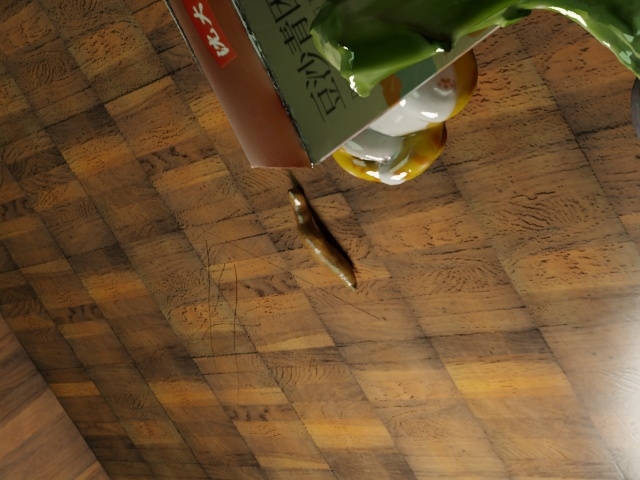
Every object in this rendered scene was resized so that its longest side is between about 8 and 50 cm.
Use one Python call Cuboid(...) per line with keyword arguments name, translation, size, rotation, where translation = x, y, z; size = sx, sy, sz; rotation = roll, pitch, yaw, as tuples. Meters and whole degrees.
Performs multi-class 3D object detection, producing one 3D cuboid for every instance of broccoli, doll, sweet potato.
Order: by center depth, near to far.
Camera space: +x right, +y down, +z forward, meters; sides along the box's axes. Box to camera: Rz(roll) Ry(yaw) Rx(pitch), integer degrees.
Cuboid(name="broccoli", translation=(0.222, -0.230, 1.405), size=(0.353, 0.397, 0.275), rotation=(11, 134, 38))
Cuboid(name="doll", translation=(0.088, -0.170, 1.886), size=(0.166, 0.162, 0.270), rotation=(18, 140, -2))
Cuboid(name="sweet potato", translation=(-0.003, 0.003, 2.315), size=(0.179, 0.044, 0.044), rotation=(55, 150, -5))

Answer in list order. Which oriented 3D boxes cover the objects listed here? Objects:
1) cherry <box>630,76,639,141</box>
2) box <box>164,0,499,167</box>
Cuboid(name="cherry", translation=(0.379, -0.150, 1.568), size=(0.148, 0.115, 0.188), rotation=(-102, 14, -46))
Cuboid(name="box", translation=(0.023, -0.316, 1.580), size=(0.122, 0.385, 0.345), rotation=(4, 126, 54))
